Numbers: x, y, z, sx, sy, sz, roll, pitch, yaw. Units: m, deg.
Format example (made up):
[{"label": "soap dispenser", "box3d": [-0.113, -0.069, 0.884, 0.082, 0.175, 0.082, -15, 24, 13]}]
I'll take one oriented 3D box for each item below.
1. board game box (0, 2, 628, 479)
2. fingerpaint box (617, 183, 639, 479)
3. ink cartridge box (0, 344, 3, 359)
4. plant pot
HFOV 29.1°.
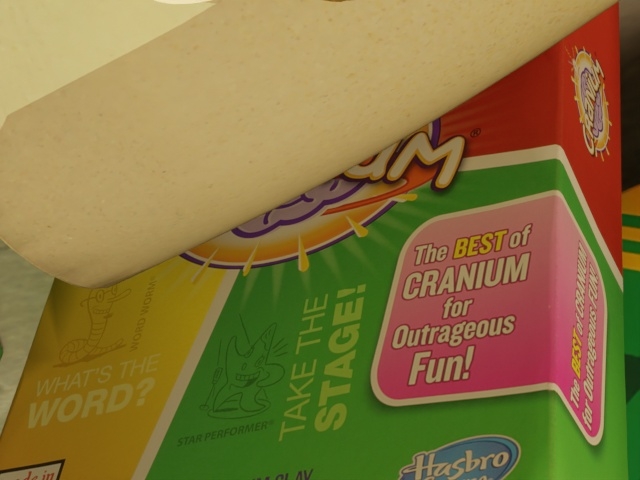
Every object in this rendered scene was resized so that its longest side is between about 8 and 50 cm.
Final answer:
[{"label": "board game box", "box3d": [0.000, 0.000, 0.507, 0.242, 0.317, 0.064, -16, 135, 28]}, {"label": "fingerpaint box", "box3d": [0.240, 0.121, 0.630, 0.371, 0.163, 0.444, -26, 148, 36]}, {"label": "ink cartridge box", "box3d": [-0.326, 0.133, 0.819, 0.160, 0.219, 0.093, 6, 142, 4]}, {"label": "plant pot", "box3d": [0.013, -0.143, 0.412, 0.274, 0.256, 0.256, -17, 136, 11]}]
